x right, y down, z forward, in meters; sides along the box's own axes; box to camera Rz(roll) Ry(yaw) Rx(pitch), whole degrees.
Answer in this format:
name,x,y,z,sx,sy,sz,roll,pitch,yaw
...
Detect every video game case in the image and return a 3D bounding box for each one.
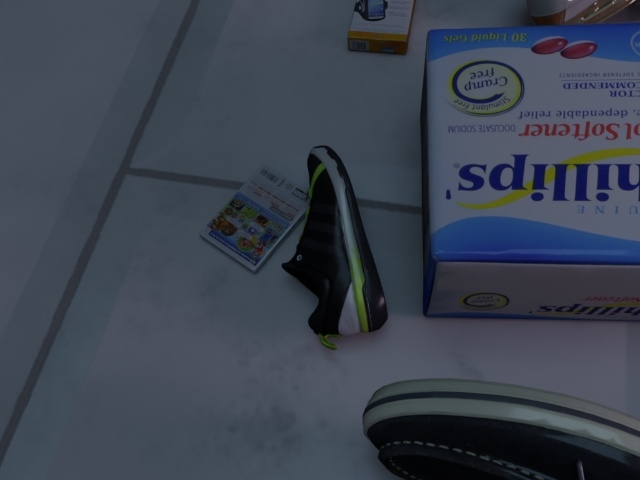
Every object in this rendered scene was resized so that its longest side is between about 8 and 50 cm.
name,x,y,z,sx,sy,sz,roll,pitch,yaw
video game case,-0.072,-0.029,0.775,0.087,0.011,0.122,32,69,20

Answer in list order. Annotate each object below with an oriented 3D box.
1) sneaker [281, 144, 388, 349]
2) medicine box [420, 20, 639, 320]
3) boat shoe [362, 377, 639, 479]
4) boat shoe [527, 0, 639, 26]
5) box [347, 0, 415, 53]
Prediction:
name,x,y,z,sx,sy,sz,roll,pitch,yaw
sneaker,0.000,0.000,0.708,0.097,0.084,0.235,-16,62,1
medicine box,0.240,-0.072,0.686,0.263,0.149,0.289,0,61,6
boat shoe,0.252,0.253,0.491,0.500,0.187,0.156,24,61,13
boat shoe,0.402,-0.359,0.851,0.302,0.103,0.113,-27,27,-3
box,0.089,-0.319,0.908,0.081,0.028,0.136,8,60,10
